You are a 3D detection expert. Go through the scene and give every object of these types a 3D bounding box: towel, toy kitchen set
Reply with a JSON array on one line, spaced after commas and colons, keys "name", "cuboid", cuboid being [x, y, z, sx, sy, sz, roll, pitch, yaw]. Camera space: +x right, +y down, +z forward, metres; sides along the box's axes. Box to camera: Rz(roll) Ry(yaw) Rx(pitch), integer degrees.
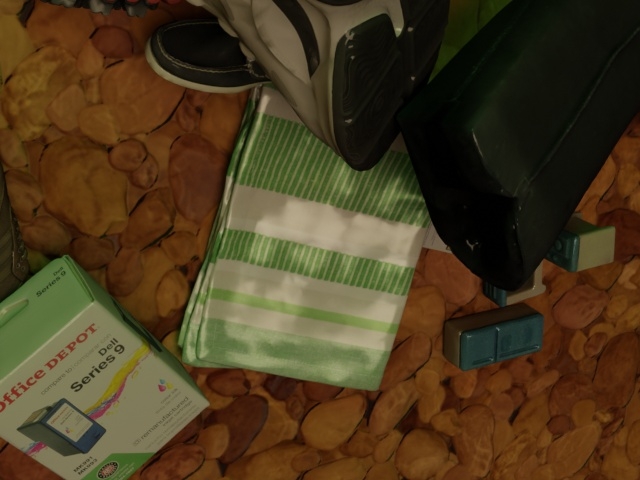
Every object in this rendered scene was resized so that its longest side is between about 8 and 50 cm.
[{"name": "towel", "cuboid": [0.000, 0.000, 1.049, 0.248, 0.038, 0.325, 12, 103, -20]}, {"name": "toy kitchen set", "cuboid": [0.238, 0.067, 1.128, 0.122, 0.166, 0.207, -11, 113, -22]}]

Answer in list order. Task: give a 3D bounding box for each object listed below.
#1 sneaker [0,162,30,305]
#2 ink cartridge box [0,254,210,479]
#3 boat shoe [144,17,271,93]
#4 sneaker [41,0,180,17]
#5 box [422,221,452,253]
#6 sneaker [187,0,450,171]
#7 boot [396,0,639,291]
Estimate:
[{"name": "sneaker", "cuboid": [-0.310, 0.005, 0.919, 0.071, 0.066, 0.188, -3, 116, -42]}, {"name": "ink cartridge box", "cuboid": [-0.233, 0.139, 0.949, 0.154, 0.093, 0.212, -41, 134, -6]}, {"name": "boat shoe", "cuboid": [-0.053, -0.193, 0.933, 0.233, 0.084, 0.079, -5, 155, -27]}, {"name": "sneaker", "cuboid": [-0.132, -0.272, 0.871, 0.276, 0.097, 0.135, -10, 113, -24]}, {"name": "box", "cuboid": [0.130, -0.032, 1.123, 0.136, 0.028, 0.081, 12, 103, -30]}, {"name": "sneaker", "cuboid": [-0.052, -0.231, 0.785, 0.169, 0.257, 0.447, -57, 157, -12]}, {"name": "boot", "cuboid": [0.296, -0.114, 1.005, 0.367, 0.146, 0.445, 53, 56, -23]}]
